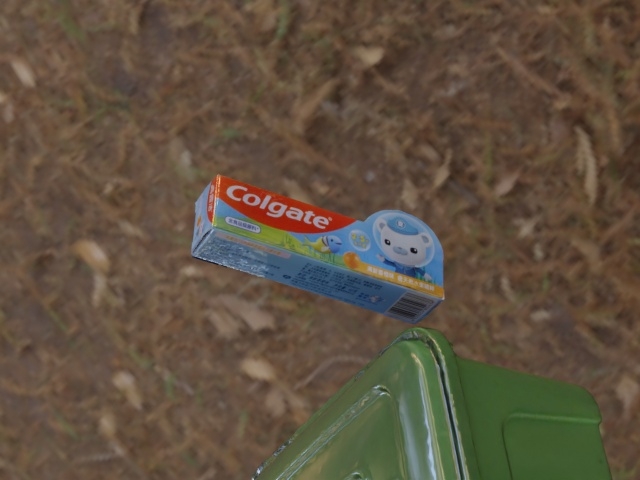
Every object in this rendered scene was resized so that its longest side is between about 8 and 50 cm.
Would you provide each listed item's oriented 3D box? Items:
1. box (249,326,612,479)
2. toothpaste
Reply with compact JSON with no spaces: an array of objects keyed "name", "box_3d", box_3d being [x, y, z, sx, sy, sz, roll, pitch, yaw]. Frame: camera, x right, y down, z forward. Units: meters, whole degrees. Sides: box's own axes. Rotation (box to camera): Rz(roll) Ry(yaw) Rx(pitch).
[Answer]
[{"name":"box","box_3d":[0.080,0.240,1.017,0.178,0.253,0.328,9,146,-24]},{"name":"toothpaste","box_3d":[0.000,0.000,1.055,0.193,0.070,0.044,18,142,-21]}]
